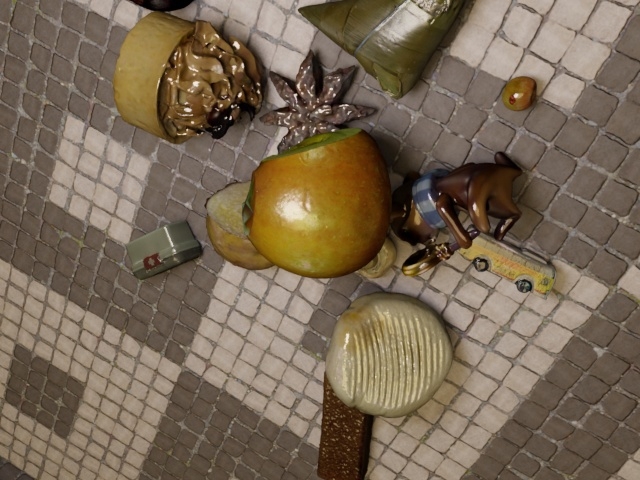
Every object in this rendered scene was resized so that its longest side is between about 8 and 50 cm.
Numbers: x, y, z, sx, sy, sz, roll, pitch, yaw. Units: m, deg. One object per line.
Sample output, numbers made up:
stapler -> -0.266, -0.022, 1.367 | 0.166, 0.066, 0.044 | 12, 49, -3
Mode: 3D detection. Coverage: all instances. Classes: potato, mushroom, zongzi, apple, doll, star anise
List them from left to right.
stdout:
potato -> -0.190, -0.018, 1.667 | 0.289, 0.300, 0.237 | 54, 145, 30
star anise -> -0.018, -0.336, 1.537 | 0.331, 0.118, 0.332 | 4, 110, 11
apple -> -0.014, -0.097, 1.393 | 0.373, 0.384, 0.374 | -2, 149, -1
mushroom -> 0.142, 0.038, 1.629 | 0.147, 0.112, 0.148 | 10, 114, 24
zongzi -> 0.140, -0.568, 1.367 | 0.360, 0.160, 0.323 | 40, 125, 9
doll -> 0.329, -0.076, 1.457 | 0.339, 0.318, 0.209 | -13, 129, 35
apple -> 0.475, -0.352, 1.384 | 0.071, 0.084, 0.084 | 20, 116, 29

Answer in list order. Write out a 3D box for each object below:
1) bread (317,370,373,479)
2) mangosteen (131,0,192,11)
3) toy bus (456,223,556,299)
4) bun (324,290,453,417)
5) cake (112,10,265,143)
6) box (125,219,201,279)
bread -> 0.084, 0.590, 1.861 | 0.165, 0.113, 0.417 | 10, 111, 14
mangosteen -> -0.408, -0.739, 1.457 | 0.274, 0.275, 0.302 | 26, 84, 8
toy bus -> 0.492, 0.055, 1.534 | 0.268, 0.092, 0.106 | 28, 106, 7
bun -> 0.188, 0.321, 1.656 | 0.364, 0.219, 0.366 | 0, 91, -10
cake -> -0.316, -0.394, 1.501 | 0.320, 0.332, 0.333 | 21, 115, 11
box -> -0.496, 0.030, 1.826 | 0.210, 0.148, 0.129 | -22, 90, 25
